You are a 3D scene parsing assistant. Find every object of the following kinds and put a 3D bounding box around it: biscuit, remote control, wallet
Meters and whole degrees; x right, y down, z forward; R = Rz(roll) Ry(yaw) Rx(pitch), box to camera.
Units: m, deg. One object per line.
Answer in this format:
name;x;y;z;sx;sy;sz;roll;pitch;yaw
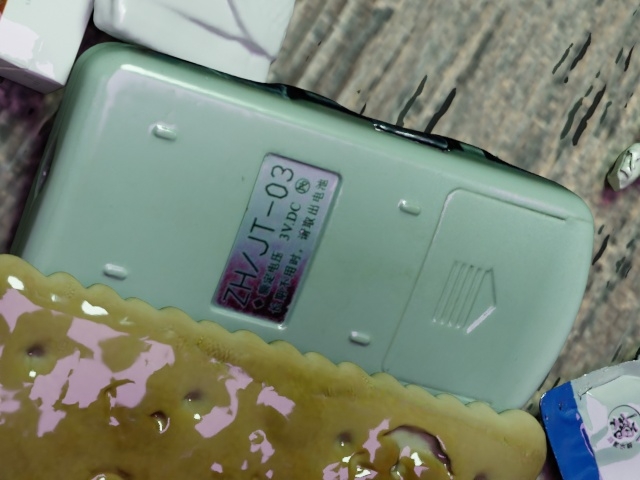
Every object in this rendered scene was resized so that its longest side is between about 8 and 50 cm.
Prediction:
biscuit;-0.052;0.147;0.945;0.325;0.044;0.217;20;93;-23
remote control;0.000;0.000;0.976;0.296;0.056;0.140;16;103;-24
wallet;-0.049;-0.173;0.970;0.124;0.032;0.183;20;79;-44

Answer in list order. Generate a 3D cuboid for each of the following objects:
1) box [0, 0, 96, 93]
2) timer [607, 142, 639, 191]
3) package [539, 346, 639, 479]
box;-0.181;-0.138;0.919;0.154;0.040;0.084;23;76;-24
timer;0.307;-0.052;1.106;0.266;0.175;0.175;19;80;-5
package;0.215;0.136;1.102;0.173;0.027;0.171;-23;98;-29
